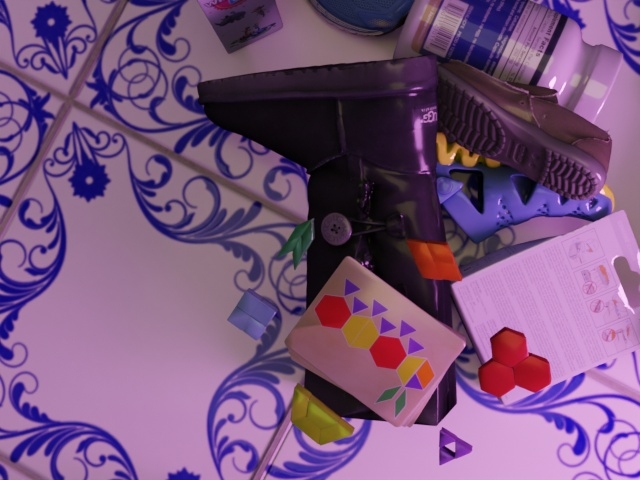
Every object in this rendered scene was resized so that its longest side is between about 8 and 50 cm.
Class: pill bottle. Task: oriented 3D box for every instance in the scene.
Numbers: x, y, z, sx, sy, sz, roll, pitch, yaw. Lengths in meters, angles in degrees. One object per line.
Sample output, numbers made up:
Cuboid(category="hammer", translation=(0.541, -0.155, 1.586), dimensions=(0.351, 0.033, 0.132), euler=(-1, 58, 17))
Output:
Cuboid(category="pill bottle", translation=(0.240, -0.237, 1.004), dimensions=(0.264, 0.153, 0.153), euler=(26, 89, 6))

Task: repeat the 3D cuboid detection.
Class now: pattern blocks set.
Cuboid(category="pattern blocks set", translation=(0.066, 0.121, 0.894), dimensions=(0.325, 0.026, 0.285), euler=(44, 107, 1))

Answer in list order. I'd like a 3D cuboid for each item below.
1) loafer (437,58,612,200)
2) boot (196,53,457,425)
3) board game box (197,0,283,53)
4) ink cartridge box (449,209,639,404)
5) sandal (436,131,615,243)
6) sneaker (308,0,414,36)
Cuboid(category="loafer", translation=(0.237, -0.143, 0.928), dimensions=(0.251, 0.094, 0.087), euler=(36, 63, 14))
Cuboid(category="boot", translation=(0.001, 0.000, 1.012), dimensions=(0.367, 0.146, 0.445), euler=(6, 108, 41))
Cuboid(category="board game box", translation=(-0.145, -0.399, 0.974), dimensions=(0.097, 0.303, 0.224), euler=(-24, 85, 3))
Cuboid(category="ink cartridge box", translation=(0.301, 0.084, 0.995), dimensions=(0.232, 0.066, 0.189), euler=(-25, 103, 2))
Cuboid(category="sandal", translation=(0.218, -0.059, 1.018), dimensions=(0.317, 0.126, 0.138), euler=(12, 91, 14))
Cuboid(category="sneaker", translation=(-0.002, -0.409, 1.041), dimensions=(0.330, 0.147, 0.130), euler=(44, 91, 6))
